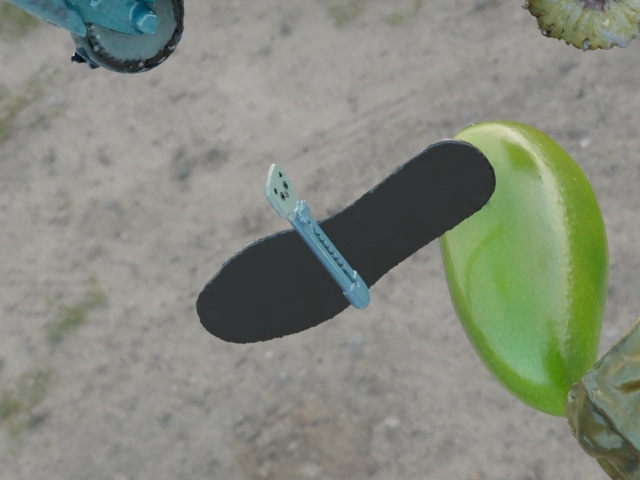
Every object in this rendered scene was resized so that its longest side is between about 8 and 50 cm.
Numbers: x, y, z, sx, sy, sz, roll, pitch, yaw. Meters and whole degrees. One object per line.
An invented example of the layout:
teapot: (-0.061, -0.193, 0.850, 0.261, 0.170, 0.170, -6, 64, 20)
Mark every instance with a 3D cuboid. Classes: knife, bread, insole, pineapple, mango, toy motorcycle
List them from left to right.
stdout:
toy motorcycle: (-0.181, -0.243, 1.136, 0.154, 0.260, 0.206, 31, 95, 55)
knife: (0.000, 0.000, 0.810, 0.010, 0.096, 0.027, -22, 32, 26)
insole: (0.021, 0.007, 1.571, 0.348, 0.119, 0.009, -33, 23, 21)
mango: (0.215, 0.028, 1.630, 0.156, 0.192, 0.343, -40, 45, 41)
pineapple: (0.280, -0.295, 1.629, 0.176, 0.161, 0.137, 9, 33, 0)
bread: (0.333, 0.194, 1.376, 0.130, 0.268, 0.152, -27, -19, -39)
